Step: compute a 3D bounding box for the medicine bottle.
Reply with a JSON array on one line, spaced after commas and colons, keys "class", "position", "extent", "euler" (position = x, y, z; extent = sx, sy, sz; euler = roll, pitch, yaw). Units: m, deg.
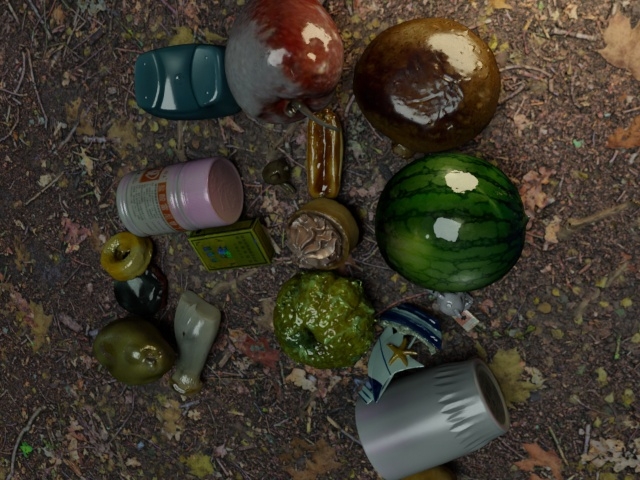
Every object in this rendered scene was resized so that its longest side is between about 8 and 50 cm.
[{"class": "medicine bottle", "position": [-0.406, -0.124, 1.833], "extent": [0.315, 0.202, 0.202], "euler": [-7, 102, 23]}]

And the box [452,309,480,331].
[{"class": "box", "position": [0.387, 0.205, 1.720], "extent": [0.083, 0.012, 0.046], "euler": [44, 114, 5]}]

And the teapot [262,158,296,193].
[{"class": "teapot", "position": [-0.113, -0.169, 1.778], "extent": [0.080, 0.085, 0.110], "euler": [-18, 117, 26]}]

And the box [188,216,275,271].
[{"class": "box", "position": [-0.262, 0.015, 1.864], "extent": [0.220, 0.064, 0.141], "euler": [-9, 129, 22]}]

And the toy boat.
[{"class": "toy boat", "position": [0.201, 0.318, 1.723], "extent": [0.220, 0.067, 0.291], "euler": [26, 82, 43]}]

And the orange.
[{"class": "orange", "position": [0.007, 0.233, 1.764], "extent": [0.301, 0.223, 0.300], "euler": [21, 117, 14]}]

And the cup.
[{"class": "cup", "position": [0.295, 0.476, 1.701], "extent": [0.371, 0.253, 0.253], "euler": [-27, 94, 24]}]

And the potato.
[{"class": "potato", "position": [-0.582, 0.350, 2.002], "extent": [0.351, 0.202, 0.218], "euler": [-1, 124, 56]}]

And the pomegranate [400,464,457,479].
[{"class": "pomegranate", "position": [0.300, 0.696, 1.806], "extent": [0.196, 0.196, 0.196], "euler": [6, 107, 20]}]

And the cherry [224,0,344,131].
[{"class": "cherry", "position": [-0.094, -0.455, 1.579], "extent": [0.326, 0.291, 0.335], "euler": [-62, 40, 39]}]

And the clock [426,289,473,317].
[{"class": "clock", "position": [0.318, 0.124, 1.661], "extent": [0.176, 0.117, 0.080], "euler": [48, 112, 10]}]

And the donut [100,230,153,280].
[{"class": "donut", "position": [-0.619, 0.043, 2.004], "extent": [0.178, 0.065, 0.162], "euler": [-18, 65, 20]}]

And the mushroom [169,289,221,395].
[{"class": "mushroom", "position": [-0.411, 0.337, 2.025], "extent": [0.159, 0.122, 0.329], "euler": [39, 120, 48]}]

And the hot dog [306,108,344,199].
[{"class": "hot dog", "position": [0.013, -0.229, 1.714], "extent": [0.100, 0.068, 0.250], "euler": [4, 109, 7]}]

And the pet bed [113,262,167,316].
[{"class": "pet bed", "position": [-0.587, 0.156, 2.064], "extent": [0.201, 0.053, 0.201], "euler": [6, 108, 20]}]

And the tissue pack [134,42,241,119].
[{"class": "tissue pack", "position": [-0.343, -0.429, 1.731], "extent": [0.287, 0.206, 0.198], "euler": [-1, 95, 20]}]

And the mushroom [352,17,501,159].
[{"class": "mushroom", "position": [0.255, -0.371, 1.506], "extent": [0.345, 0.239, 0.345], "euler": [-1, 104, -5]}]

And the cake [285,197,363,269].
[{"class": "cake", "position": [0.000, 0.000, 1.698], "extent": [0.207, 0.178, 0.185], "euler": [21, 129, 7]}]

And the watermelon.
[{"class": "watermelon", "position": [0.310, -0.042, 1.508], "extent": [0.363, 0.363, 0.363], "euler": [6, 107, 20]}]
